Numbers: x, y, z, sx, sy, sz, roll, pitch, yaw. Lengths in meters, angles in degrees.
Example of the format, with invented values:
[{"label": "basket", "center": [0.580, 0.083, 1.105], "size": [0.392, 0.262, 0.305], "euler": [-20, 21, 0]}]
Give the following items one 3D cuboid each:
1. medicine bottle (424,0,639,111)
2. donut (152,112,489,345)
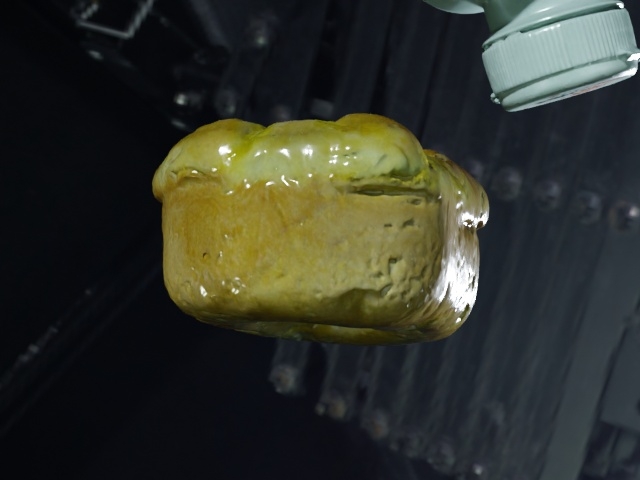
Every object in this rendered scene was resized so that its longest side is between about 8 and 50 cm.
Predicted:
[{"label": "medicine bottle", "center": [0.080, -0.175, 0.569], "size": [0.121, 0.083, 0.229], "euler": [-16, -89, -9]}, {"label": "donut", "center": [0.000, 0.000, 0.852], "size": [0.261, 0.208, 0.128], "euler": [22, -111, -65]}]
